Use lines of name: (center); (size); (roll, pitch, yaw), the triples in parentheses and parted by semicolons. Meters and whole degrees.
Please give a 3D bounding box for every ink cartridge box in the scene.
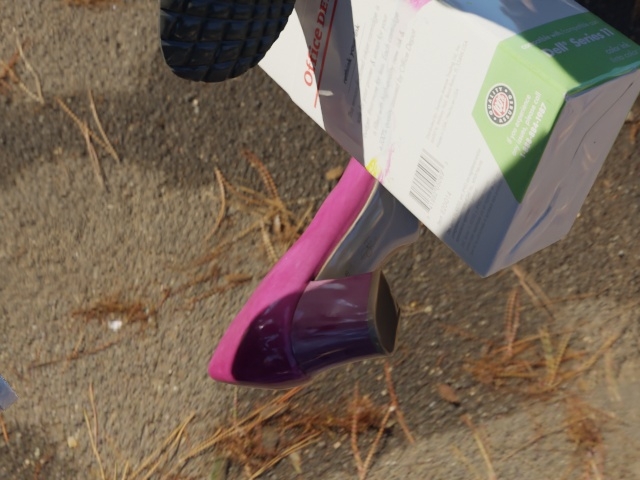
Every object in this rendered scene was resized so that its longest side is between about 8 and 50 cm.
ink cartridge box: (0.090, -0.163, 0.826); (0.119, 0.207, 0.353); (-24, 56, -32)

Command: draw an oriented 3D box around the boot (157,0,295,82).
boot: (-0.085, -0.323, 0.825); (0.118, 0.222, 0.338); (8, 109, -22)

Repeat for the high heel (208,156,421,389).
high heel: (0.000, 0.000, 0.974); (0.181, 0.127, 0.377); (-13, 28, 20)

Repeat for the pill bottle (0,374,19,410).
pill bottle: (-0.329, 0.156, 0.747); (0.160, 0.087, 0.087); (-41, 82, -21)
